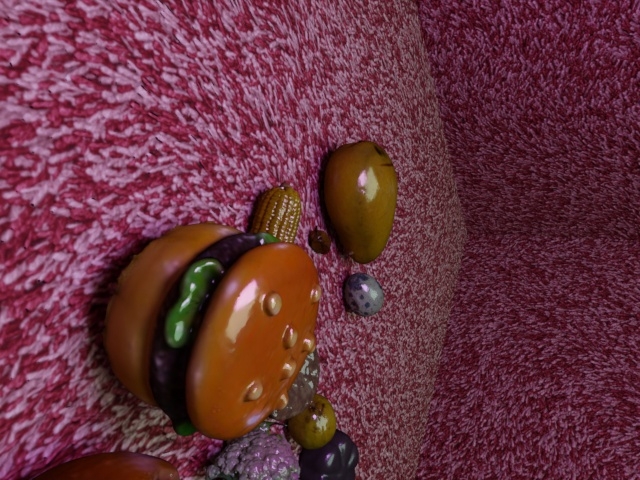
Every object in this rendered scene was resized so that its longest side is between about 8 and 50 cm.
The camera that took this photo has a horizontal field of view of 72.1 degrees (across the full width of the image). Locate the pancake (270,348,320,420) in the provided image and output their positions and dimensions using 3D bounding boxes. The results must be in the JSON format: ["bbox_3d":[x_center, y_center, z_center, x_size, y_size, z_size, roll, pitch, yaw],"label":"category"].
[{"bbox_3d":[-0.080,0.344,1.131,0.236,0.042,0.222,-53,124,-48],"label":"pancake"}]

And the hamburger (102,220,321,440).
[{"bbox_3d":[-0.171,0.166,0.821,0.396,0.277,0.395,-45,144,-47],"label":"hamburger"}]

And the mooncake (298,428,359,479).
[{"bbox_3d":[0.027,0.745,1.452,0.245,0.133,0.245,-4,95,-53],"label":"mooncake"}]

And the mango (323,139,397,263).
[{"bbox_3d":[0.143,-0.113,1.471,0.301,0.221,0.445,-48,136,-51],"label":"mango"}]

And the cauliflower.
[{"bbox_3d":[-0.171,0.588,1.052,0.315,0.239,0.256,-63,-173,-5],"label":"cauliflower"}]

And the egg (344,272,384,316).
[{"bbox_3d":[0.157,0.195,1.602,0.141,0.141,0.181,-56,130,-41],"label":"egg"}]

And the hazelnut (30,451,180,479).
[{"bbox_3d":[-0.326,0.502,0.625,0.315,0.372,0.372,-53,158,21],"label":"hazelnut"}]

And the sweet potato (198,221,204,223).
[{"bbox_3d":[-0.290,0.052,0.899,0.065,0.051,0.218,60,44,-41],"label":"sweet potato"}]

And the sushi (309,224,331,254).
[{"bbox_3d":[0.000,0.000,1.396,0.120,0.052,0.055,46,37,-49],"label":"sushi"}]

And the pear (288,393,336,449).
[{"bbox_3d":[-0.024,0.541,1.318,0.149,0.149,0.162,-44,135,-50],"label":"pear"}]

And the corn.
[{"bbox_3d":[-0.131,0.026,1.109,0.120,0.120,0.363,34,66,-56],"label":"corn"}]

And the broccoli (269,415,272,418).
[{"bbox_3d":[-0.111,0.418,1.196,0.120,0.131,0.130,141,-58,-79],"label":"broccoli"}]
